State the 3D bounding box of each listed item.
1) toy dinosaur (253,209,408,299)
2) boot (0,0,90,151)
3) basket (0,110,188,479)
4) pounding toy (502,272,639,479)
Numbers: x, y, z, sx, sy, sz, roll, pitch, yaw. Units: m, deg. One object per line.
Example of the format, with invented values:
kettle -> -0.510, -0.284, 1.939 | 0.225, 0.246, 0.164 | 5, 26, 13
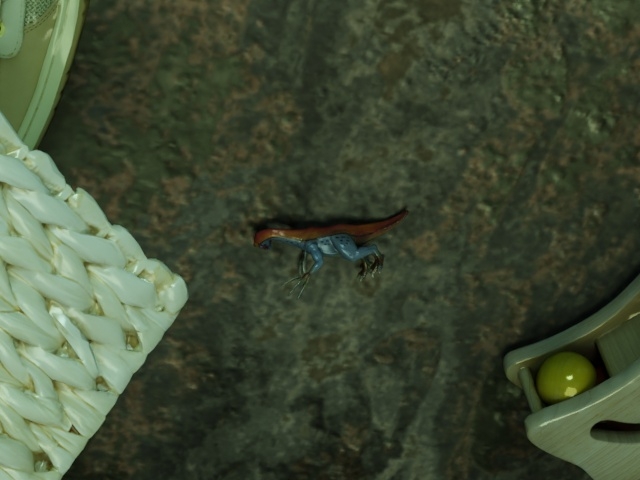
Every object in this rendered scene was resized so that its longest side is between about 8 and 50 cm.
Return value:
toy dinosaur -> 0.000, 0.000, 1.185 | 0.082, 0.047, 0.090 | 30, 83, -15
boot -> -0.229, -0.168, 0.992 | 0.203, 0.095, 0.262 | 9, 121, -14
basket -> -0.307, 0.016, 0.934 | 0.328, 0.331, 0.266 | 45, 74, -31
pounding toy -> 0.264, 0.082, 1.192 | 0.269, 0.155, 0.154 | -27, 128, 11
